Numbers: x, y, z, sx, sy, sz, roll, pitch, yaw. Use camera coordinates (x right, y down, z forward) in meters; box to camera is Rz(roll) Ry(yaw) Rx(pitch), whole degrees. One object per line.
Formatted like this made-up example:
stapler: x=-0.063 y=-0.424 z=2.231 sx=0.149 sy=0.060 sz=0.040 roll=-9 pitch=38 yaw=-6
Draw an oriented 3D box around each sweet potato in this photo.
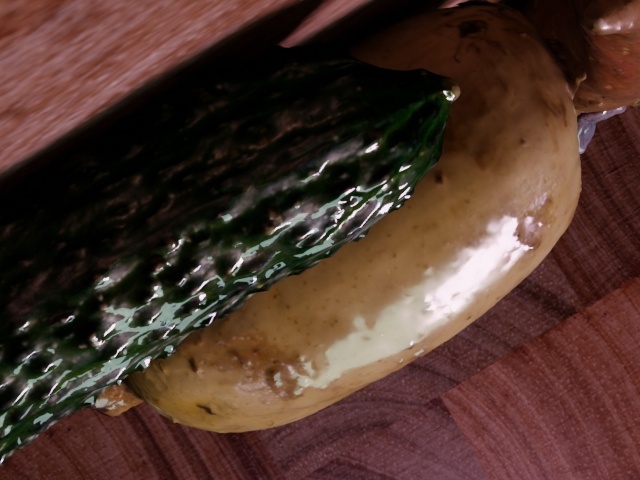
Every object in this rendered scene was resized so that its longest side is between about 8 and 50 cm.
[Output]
sweet potato: x=0.164 y=-0.118 z=0.770 sx=0.106 sy=0.095 sz=0.354 roll=-35 pitch=178 yaw=1

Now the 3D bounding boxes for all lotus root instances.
lotus root: x=0.000 y=0.000 z=0.662 sx=0.284 sy=0.146 sz=0.160 roll=-29 pitch=167 yaw=7

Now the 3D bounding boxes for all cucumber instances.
cucumber: x=-0.108 y=0.024 z=0.550 sx=0.359 sy=0.096 sz=0.096 roll=-33 pitch=177 yaw=4

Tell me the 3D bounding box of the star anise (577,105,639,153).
star anise: x=0.246 y=-0.136 z=1.138 sx=0.212 sy=0.129 sz=0.283 roll=-14 pitch=177 yaw=15
